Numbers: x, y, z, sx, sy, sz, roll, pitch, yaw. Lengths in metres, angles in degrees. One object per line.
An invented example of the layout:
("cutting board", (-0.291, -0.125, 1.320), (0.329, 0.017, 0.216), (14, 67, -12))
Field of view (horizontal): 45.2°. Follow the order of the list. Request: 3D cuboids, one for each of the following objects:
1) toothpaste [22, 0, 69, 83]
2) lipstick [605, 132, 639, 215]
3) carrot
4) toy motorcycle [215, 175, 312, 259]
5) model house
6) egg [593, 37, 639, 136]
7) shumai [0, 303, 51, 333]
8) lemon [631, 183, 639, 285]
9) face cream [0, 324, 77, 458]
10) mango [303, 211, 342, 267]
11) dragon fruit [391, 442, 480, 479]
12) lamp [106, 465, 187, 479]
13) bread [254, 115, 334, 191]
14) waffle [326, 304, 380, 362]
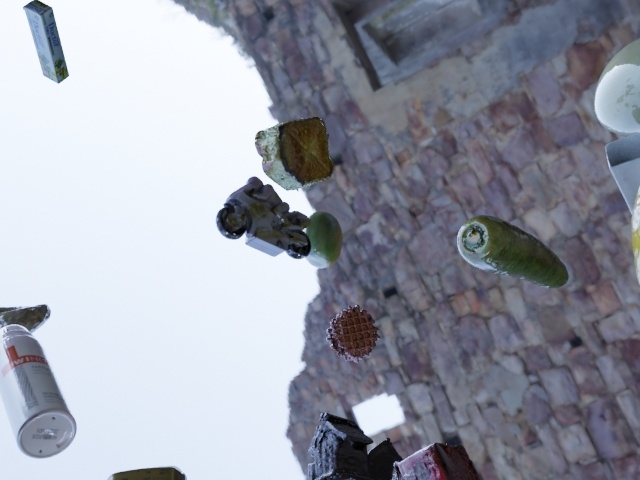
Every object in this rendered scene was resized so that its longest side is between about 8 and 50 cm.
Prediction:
("toothpaste", (-0.505, -0.366, 1.422), (0.046, 0.034, 0.164), (30, 146, 16))
("lipstick", (0.684, -0.058, 1.571), (0.371, 0.076, 0.079), (48, -144, -34))
("carrot", (0.301, 0.029, 1.125), (0.359, 0.074, 0.074), (18, -134, -53))
("toy motorcycle", (-0.109, -0.050, 1.488), (0.225, 0.073, 0.152), (17, -122, -38))
("model house", (0.064, 0.447, 1.525), (0.203, 0.141, 0.164), (30, -149, -23))
("egg", (0.661, -0.307, 1.549), (0.188, 0.189, 0.253), (68, 154, 16))
("shumai", (-0.711, 0.189, 1.716), (0.120, 0.201, 0.201), (48, -162, -6))
("lemon", (0.400, -0.008, 0.727), (0.204, 0.204, 0.260), (51, -142, -35))
("face cream", (-0.526, 0.253, 1.381), (0.102, 0.102, 0.345), (50, 172, -38))
("mango", (0.000, 0.000, 1.700), (0.195, 0.092, 0.130), (-33, -53, -78))
("dragon fruit", (0.139, 0.308, 0.945), (0.147, 0.096, 0.102), (38, -156, -52))
("lamp", (-0.390, 0.586, 1.720), (0.161, 0.185, 0.161), (178, 90, -84))
("bread", (-0.043, -0.153, 1.377), (0.140, 0.069, 0.127), (-22, -79, -46))
("waffle", (0.047, 0.138, 1.128), (0.075, 0.029, 0.083), (43, -121, -9))
